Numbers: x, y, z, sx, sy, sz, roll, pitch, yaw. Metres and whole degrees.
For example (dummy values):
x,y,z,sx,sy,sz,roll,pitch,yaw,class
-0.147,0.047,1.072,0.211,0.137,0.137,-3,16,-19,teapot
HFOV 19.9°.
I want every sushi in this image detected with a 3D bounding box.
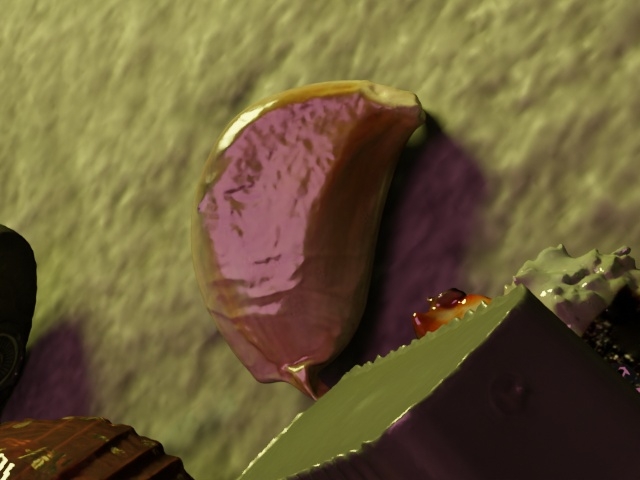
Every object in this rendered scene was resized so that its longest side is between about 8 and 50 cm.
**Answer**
x,y,z,sx,sy,sz,roll,pitch,yaw,class
0.152,0.071,0.844,0.226,0.097,0.103,36,109,26,sushi

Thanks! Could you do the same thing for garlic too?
x,y,z,sx,sy,sz,roll,pitch,yaw,class
-0.009,0.008,1.012,0.129,0.090,0.198,3,76,29,garlic

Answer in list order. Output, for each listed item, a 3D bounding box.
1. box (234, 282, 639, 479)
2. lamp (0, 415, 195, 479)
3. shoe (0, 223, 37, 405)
x,y,z,sx,sy,sz,roll,pitch,yaw,class
0.074,0.133,0.763,0.138,0.178,0.274,-45,4,-27,box
-0.173,0.195,1.006,0.247,0.247,0.247,-13,70,39,lamp
-0.299,0.099,1.220,0.149,0.109,0.293,32,105,36,shoe
